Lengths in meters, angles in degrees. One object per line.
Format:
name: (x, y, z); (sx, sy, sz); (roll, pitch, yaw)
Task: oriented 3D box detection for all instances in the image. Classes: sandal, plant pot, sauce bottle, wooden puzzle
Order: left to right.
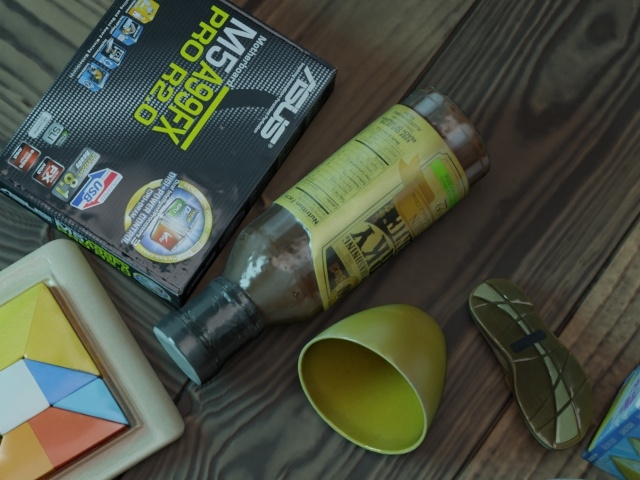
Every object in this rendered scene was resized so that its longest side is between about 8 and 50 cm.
wooden puzzle: (-0.275, 0.140, 1.761); (0.238, 0.044, 0.221); (-30, 77, -11)
sauce bottle: (0.000, 0.000, 1.783); (0.344, 0.111, 0.111); (-40, 79, -11)
plant pot: (0.062, 0.112, 1.753); (0.134, 0.134, 0.095); (37, 51, 8)
sandal: (0.193, 0.116, 1.793); (0.072, 0.049, 0.180); (-22, 62, -14)

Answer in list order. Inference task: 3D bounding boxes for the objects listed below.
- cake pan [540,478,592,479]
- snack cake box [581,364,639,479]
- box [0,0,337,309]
cake pan: (0.220, 0.359, 1.717); (0.293, 0.054, 0.293); (1, 74, -2)
snack cake box: (0.330, 0.168, 1.667); (0.152, 0.264, 0.089); (31, 75, 6)
box: (-0.145, -0.105, 1.829); (0.216, 0.060, 0.270); (33, 75, 7)
